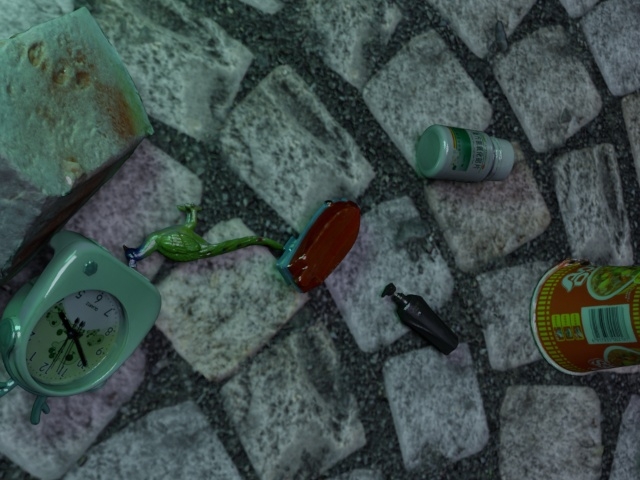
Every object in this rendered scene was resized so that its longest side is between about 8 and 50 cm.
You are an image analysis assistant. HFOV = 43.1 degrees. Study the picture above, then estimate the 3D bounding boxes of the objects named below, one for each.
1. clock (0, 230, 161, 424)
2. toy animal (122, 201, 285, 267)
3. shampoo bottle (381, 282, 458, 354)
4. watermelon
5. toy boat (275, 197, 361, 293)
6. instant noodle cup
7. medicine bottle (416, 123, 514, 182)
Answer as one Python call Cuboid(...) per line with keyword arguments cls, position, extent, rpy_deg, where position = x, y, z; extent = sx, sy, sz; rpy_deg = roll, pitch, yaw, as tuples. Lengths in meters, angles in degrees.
Cuboid(cls="clock", position=(-0.290, 0.105, 0.916), extent=(0.211, 0.066, 0.159), rpy_deg=(-53, 138, -11))
Cuboid(cls="toy animal", position=(-0.147, -0.012, 1.047), extent=(0.217, 0.041, 0.075), rpy_deg=(-6, 87, -30))
Cuboid(cls="shampoo bottle", position=(0.145, 0.111, 1.173), extent=(0.137, 0.027, 0.048), rpy_deg=(43, 66, -14))
Cuboid(cls="watermelon", position=(-0.340, -0.093, 0.845), extent=(0.387, 0.258, 0.228), rpy_deg=(-42, 101, -21))
Cuboid(cls="toy boat", position=(0.000, 0.000, 1.099), extent=(0.173, 0.059, 0.069), rpy_deg=(-53, 126, -32))
Cuboid(cls="instant noodle cup", position=(0.457, 0.109, 1.218), extent=(0.193, 0.212, 0.193), rpy_deg=(4, 81, -25))
Cuboid(cls="medicine bottle", position=(0.217, -0.126, 1.209), extent=(0.130, 0.080, 0.080), rpy_deg=(4, 81, -24))
